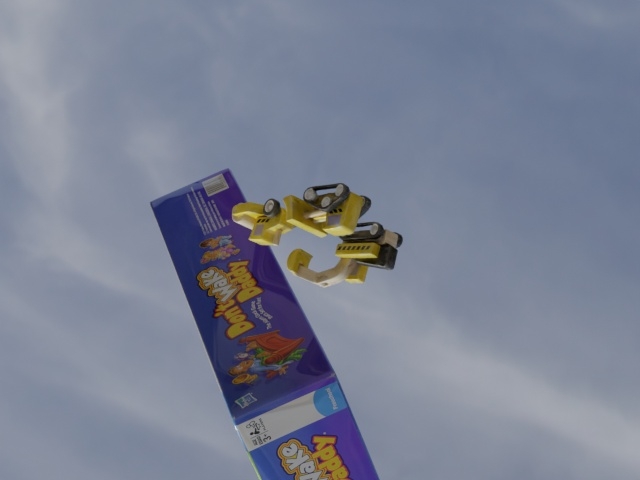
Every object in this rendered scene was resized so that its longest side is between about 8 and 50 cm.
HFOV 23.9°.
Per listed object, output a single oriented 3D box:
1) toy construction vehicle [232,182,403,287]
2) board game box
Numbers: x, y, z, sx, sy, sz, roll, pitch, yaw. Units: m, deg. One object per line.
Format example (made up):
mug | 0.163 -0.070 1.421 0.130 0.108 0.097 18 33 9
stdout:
toy construction vehicle | 0.000 0.000 0.888 0.098 0.086 0.035 -5 -112 40
board game box | -0.033 0.120 1.212 0.078 0.233 0.347 -24 -150 -4
